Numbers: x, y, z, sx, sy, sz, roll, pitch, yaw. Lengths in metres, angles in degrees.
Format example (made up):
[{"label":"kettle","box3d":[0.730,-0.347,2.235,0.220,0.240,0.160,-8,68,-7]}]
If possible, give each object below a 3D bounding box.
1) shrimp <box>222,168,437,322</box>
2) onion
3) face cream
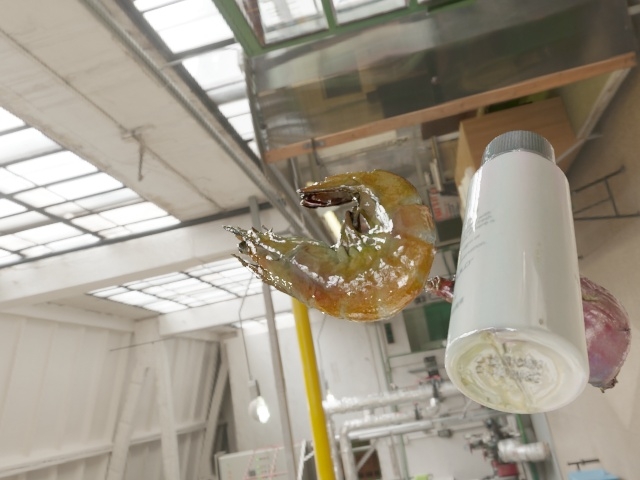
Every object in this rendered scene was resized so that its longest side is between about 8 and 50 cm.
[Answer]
[{"label":"shrimp","box3d":[0.000,0.000,0.542,0.068,0.249,0.150,36,-115,-52]},{"label":"onion","box3d":[0.351,0.098,0.923,0.159,0.349,0.267,-59,-16,0]},{"label":"face cream","box3d":[0.165,-0.009,0.464,0.311,0.092,0.092,-68,-32,-47]}]
